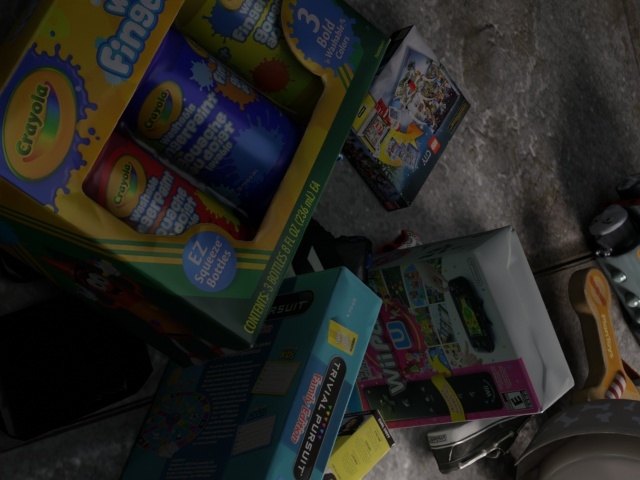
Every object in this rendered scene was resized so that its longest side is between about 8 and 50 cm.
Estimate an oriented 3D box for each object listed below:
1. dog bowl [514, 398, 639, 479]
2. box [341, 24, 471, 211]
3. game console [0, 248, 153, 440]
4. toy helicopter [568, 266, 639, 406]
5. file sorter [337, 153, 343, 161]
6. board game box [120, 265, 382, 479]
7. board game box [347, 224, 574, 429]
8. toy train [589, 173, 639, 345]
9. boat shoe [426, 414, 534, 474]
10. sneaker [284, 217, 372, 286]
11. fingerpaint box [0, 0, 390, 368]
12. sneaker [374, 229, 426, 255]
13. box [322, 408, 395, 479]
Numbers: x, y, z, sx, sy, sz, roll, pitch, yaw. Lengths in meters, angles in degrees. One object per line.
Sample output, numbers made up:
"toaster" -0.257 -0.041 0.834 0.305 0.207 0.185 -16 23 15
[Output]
"dog bowl" 0.442 0.372 2.053 0.349 0.349 0.102 54 36 -22
"box" 0.116 -0.177 2.048 0.159 0.044 0.233 52 49 -23
"game console" -0.318 0.025 1.566 0.213 0.044 0.361 -21 95 -46
"toy helicopter" 0.466 0.216 2.249 0.235 0.140 0.355 -5 82 -48
"file sorter" -0.036 -0.184 1.854 0.118 0.104 0.170 14 71 -43
"board game box" -0.090 0.203 1.603 0.079 0.254 0.336 42 54 -32
"board game box" 0.143 0.119 1.820 0.097 0.303 0.224 -31 102 -44
"toy train" 0.572 0.054 2.397 0.190 0.142 0.334 -45 113 -31
"boat shoe" 0.241 0.277 2.052 0.219 0.078 0.070 -17 92 -38
"sneaker" 0.000 0.000 1.793 0.079 0.121 0.217 81 -7 -56
"fingerpaint box" -0.168 -0.148 1.578 0.371 0.163 0.445 37 60 -22
"sneaker" 0.165 0.040 2.013 0.145 0.090 0.270 52 29 5
"box" -0.007 0.300 1.786 0.232 0.087 0.058 -39 106 -42
